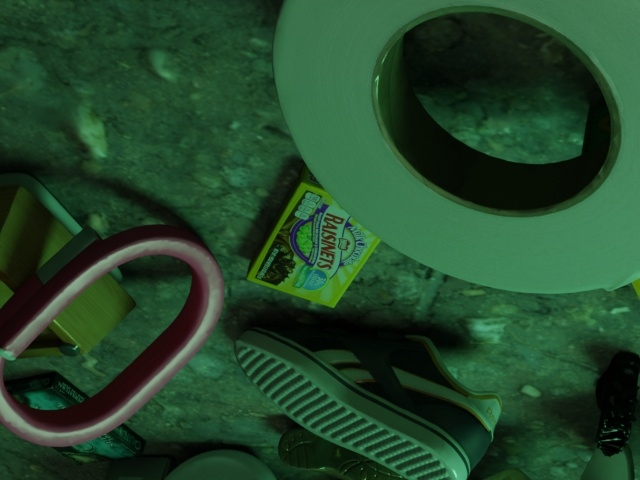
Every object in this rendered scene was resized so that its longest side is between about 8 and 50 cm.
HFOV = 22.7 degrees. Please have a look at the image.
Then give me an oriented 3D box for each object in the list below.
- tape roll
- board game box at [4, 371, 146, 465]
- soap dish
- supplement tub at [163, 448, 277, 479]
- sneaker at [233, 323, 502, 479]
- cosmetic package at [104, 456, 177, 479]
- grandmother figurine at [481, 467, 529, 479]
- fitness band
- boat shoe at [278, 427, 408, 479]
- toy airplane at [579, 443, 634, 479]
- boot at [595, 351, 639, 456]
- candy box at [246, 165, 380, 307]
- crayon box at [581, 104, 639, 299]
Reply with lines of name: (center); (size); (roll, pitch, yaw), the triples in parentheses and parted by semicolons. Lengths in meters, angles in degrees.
tape roll: (0.150, -0.120, 1.297); (0.392, 0.072, 0.392); (15, 134, 16)
board game box: (-0.338, 0.241, 2.127); (0.126, 0.026, 0.186); (-14, 137, 34)
soap dish: (-0.388, 0.040, 1.772); (0.291, 0.118, 0.229); (-6, 141, 29)
supplement tub: (-0.103, 0.423, 2.156); (0.191, 0.191, 0.272); (-2, 143, 22)
sneaker: (0.056, 0.165, 1.802); (0.321, 0.127, 0.126); (27, 147, 27)
cosmetic package: (-0.223, 0.413, 2.246); (0.107, 0.127, 0.238); (-3, 144, 25)
grandmother figurine: (0.203, 0.373, 2.011); (0.104, 0.207, 0.342); (-24, 163, -15)
fitness band: (-0.233, 0.100, 1.707); (0.291, 0.054, 0.209); (-43, 133, 3)
boat shoe: (0.037, 0.272, 2.012); (0.178, 0.064, 0.060); (11, 177, 8)
toy airplane: (0.430, 0.381, 1.736); (0.272, 0.384, 0.386); (15, 149, -37)
boot: (0.322, 0.190, 1.744); (0.045, 0.099, 0.121); (12, 146, 6)
candy box: (0.000, 0.000, 1.652); (0.105, 0.027, 0.206); (17, 147, -10)
crayon box: (0.356, -0.016, 1.448); (0.165, 0.081, 0.278); (-5, 142, 27)
